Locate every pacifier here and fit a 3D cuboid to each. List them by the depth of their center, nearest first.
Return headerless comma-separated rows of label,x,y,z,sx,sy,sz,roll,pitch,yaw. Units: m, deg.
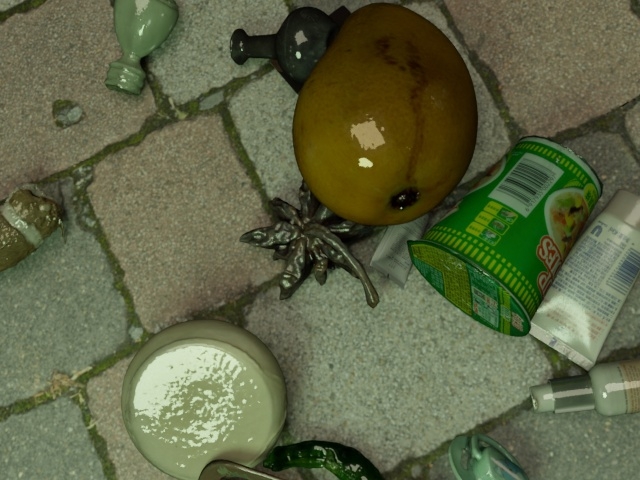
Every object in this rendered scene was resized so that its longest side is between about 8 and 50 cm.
pacifier,0.220,0.334,1.175,0.150,0.127,0.116,33,123,-11

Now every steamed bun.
steamed bun,-0.161,0.218,1.218,0.232,0.145,0.231,0,101,-1

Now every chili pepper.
chili pepper,0.008,0.313,1.202,0.182,0.050,0.073,17,47,-10

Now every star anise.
star anise,0.001,0.000,1.285,0.231,0.089,0.209,20,84,21

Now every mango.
mango,0.097,-0.191,1.239,0.264,0.221,0.378,14,55,-8

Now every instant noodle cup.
instant noodle cup,0.268,-0.019,1.206,0.207,0.207,0.232,36,77,15

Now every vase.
vase,-0.058,-0.307,1.364,0.183,0.120,0.120,5,76,26

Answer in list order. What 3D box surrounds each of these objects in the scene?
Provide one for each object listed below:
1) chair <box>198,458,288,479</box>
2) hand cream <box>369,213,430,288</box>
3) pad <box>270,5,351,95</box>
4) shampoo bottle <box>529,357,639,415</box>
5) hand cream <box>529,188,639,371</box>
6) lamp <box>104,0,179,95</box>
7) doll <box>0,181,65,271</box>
chair,-0.011,0.402,1.091,0.326,0.183,0.175,7,103,-2
hand cream,0.123,-0.008,1.284,0.053,0.084,0.142,10,71,49
pad,0.046,-0.257,1.388,0.158,0.003,0.235,-38,74,-3
shampoo bottle,0.386,0.207,1.185,0.192,0.074,0.074,-10,75,7
hand cream,0.397,0.052,1.229,0.133,0.083,0.248,36,94,15
lamp,-0.301,-0.335,1.414,0.106,0.106,0.193,17,88,12
doll,-0.507,-0.007,1.336,0.221,0.105,0.115,-27,97,-17
